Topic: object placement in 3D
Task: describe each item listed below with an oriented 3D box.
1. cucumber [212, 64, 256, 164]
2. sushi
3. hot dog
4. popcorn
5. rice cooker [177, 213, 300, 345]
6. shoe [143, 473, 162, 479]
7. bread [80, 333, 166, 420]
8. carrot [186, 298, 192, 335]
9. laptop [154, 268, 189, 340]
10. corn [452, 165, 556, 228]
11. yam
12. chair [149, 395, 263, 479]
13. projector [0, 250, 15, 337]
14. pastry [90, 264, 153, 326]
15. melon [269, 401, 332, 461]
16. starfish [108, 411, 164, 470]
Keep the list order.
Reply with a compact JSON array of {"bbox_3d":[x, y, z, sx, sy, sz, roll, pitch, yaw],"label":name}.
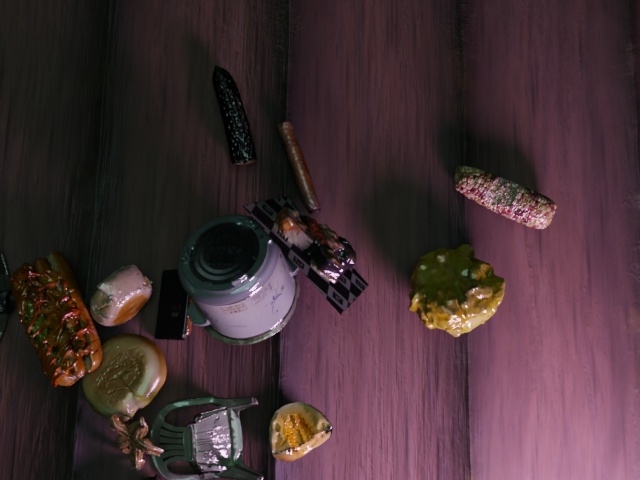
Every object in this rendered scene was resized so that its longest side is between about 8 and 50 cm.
[{"bbox_3d":[-0.237,-0.341,1.853,0.072,0.072,0.300,-14,82,-7],"label":"cucumber"},{"bbox_3d":[0.000,0.000,1.688,0.069,0.320,0.339,-44,83,17],"label":"sushi"},{"bbox_3d":[-0.647,0.183,1.665,0.158,0.117,0.349,-29,66,-1],"label":"hot dog"},{"bbox_3d":[0.345,0.127,1.771,0.233,0.192,0.266,26,54,16],"label":"popcorn"},{"bbox_3d":[-0.193,0.098,1.671,0.316,0.317,0.264,-32,54,-9],"label":"rice cooker"},{"bbox_3d":[-0.416,0.719,1.635,0.149,0.109,0.293,-15,78,-3],"label":"shoe"},{"bbox_3d":[-0.481,0.333,1.694,0.213,0.105,0.214,-1,74,5],"label":"bread"},{"bbox_3d":[-0.342,0.167,1.773,0.035,0.036,0.165,6,77,-3],"label":"carrot"},{"bbox_3d":[-0.371,0.160,1.738,0.016,0.129,0.180,16,74,-45],"label":"laptop"},{"bbox_3d":[0.492,-0.121,1.857,0.289,0.098,0.098,25,79,1],"label":"corn"},{"bbox_3d":[-0.058,-0.196,1.854,0.046,0.046,0.264,-18,80,-7],"label":"yam"},{"bbox_3d":[-0.279,0.478,1.646,0.190,0.274,0.204,0,77,-28],"label":"chair"},{"bbox_3d":[-0.868,0.152,1.708,0.193,0.088,0.270,1,80,-1],"label":"projector"},{"bbox_3d":[-0.494,0.139,1.708,0.088,0.166,0.166,44,79,12],"label":"pastry"},{"bbox_3d":[-0.056,0.472,1.723,0.160,0.079,0.128,-24,64,-7],"label":"melon"},{"bbox_3d":[-0.441,0.472,1.627,0.150,0.210,0.053,29,43,-6],"label":"starfish"}]
